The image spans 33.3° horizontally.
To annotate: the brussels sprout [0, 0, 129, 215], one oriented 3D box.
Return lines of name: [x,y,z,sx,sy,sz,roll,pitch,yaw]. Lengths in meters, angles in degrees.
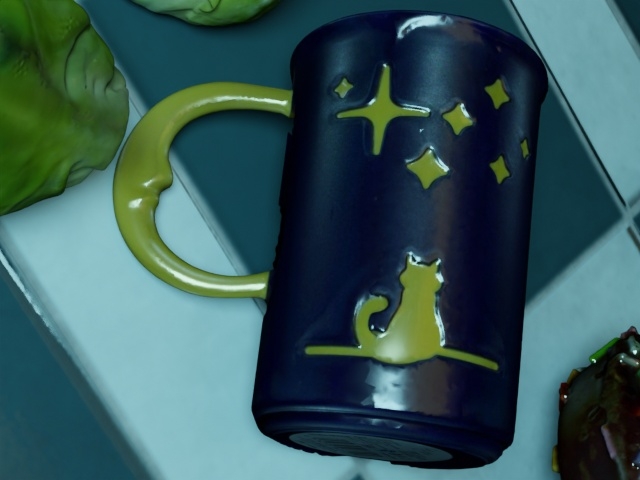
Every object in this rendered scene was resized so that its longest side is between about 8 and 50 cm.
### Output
brussels sprout: [-0.194,-0.087,0.574,0.180,0.143,0.162,33,33,-34]

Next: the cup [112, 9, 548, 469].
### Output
cup: [0.012,0.007,0.704,0.178,0.254,0.256,45,50,-61]

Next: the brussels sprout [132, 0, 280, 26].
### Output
brussels sprout: [-0.068,-0.224,0.707,0.151,0.122,0.149,40,56,-19]

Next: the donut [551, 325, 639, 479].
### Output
donut: [0.261,0.195,0.781,0.269,0.103,0.270,36,38,-35]
